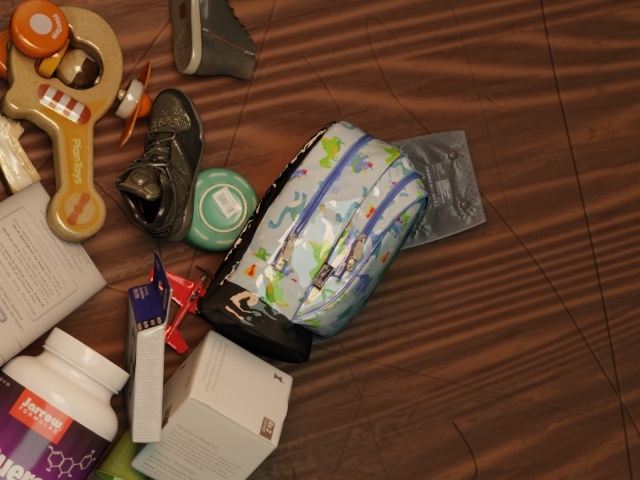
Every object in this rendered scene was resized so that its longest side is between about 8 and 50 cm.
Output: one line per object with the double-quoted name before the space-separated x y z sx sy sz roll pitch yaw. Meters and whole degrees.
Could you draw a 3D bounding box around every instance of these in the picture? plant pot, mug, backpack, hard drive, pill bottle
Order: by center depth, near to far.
"pill bottle" -0.399 0.285 1.714 0.181 0.181 0.323 35 79 -13
"backpack" 0.000 0.000 1.872 0.273 0.290 0.356 17 78 11
"plant pot" -0.287 0.328 1.906 0.083 0.083 0.079 28 69 -14
"mug" -0.172 -0.049 1.937 0.157 0.097 0.130 9 86 -17
"hard drive" 0.130 -0.075 2.051 0.254 0.054 0.172 -15 92 -16

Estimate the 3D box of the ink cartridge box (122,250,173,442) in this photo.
"ink cartridge box" -0.252 0.146 1.816 0.045 0.223 0.224 3 102 -13

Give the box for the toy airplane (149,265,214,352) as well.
"toy airplane" -0.212 0.107 1.955 0.151 0.028 0.151 1 87 -15

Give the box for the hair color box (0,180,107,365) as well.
"hair color box" -0.474 0.081 1.723 0.185 0.113 0.374 57 33 -7

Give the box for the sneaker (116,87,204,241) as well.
"sneaker" -0.231 -0.118 1.841 0.087 0.130 0.228 4 83 17

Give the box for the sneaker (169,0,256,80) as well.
"sneaker" -0.165 -0.356 1.971 0.118 0.083 0.222 6 79 -35

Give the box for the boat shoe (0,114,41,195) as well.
"boat shoe" -0.466 -0.153 1.875 0.059 0.063 0.170 -25 101 -22

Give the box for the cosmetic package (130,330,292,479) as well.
"cosmetic package" -0.158 0.265 1.861 0.151 0.151 0.184 31 123 -13

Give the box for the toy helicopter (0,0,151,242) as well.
"toy helicopter" -0.347 -0.171 1.850 0.234 0.140 0.355 2 75 -29
